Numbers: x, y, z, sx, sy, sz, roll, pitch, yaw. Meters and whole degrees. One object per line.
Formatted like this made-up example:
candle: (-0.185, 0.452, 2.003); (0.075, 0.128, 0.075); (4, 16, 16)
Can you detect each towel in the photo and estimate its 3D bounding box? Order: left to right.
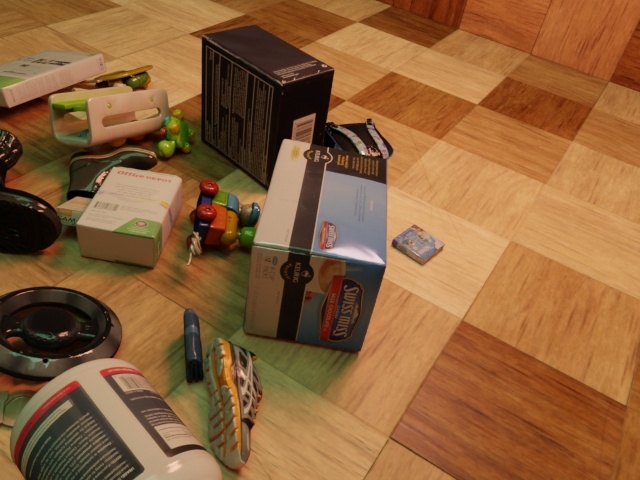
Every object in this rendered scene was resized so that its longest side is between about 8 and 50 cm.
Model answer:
towel: (-0.218, 0.178, 0.998); (0.029, 0.067, 0.119); (-3, 41, -13)

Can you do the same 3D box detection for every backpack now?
backpack: (0.101, -0.229, 1.519); (0.158, 0.117, 0.173); (-10, 43, -24)

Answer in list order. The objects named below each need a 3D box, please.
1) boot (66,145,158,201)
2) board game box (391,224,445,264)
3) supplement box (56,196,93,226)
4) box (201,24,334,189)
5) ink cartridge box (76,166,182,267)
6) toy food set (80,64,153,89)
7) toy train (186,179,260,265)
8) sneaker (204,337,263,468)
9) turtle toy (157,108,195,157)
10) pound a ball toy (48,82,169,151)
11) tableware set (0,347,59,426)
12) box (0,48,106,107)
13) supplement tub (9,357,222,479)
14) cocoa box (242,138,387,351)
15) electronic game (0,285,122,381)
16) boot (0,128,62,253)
boot: (-0.473, -0.142, 1.329); (0.197, 0.077, 0.137); (-10, 47, -4)
board game box: (0.225, 0.008, 1.341); (0.090, 0.020, 0.090); (35, 45, 25)
supplement box: (-0.501, -0.060, 1.217); (0.062, 0.036, 0.098); (10, 17, -1)
box: (-0.141, -0.333, 1.447); (0.294, 0.296, 0.182); (37, 47, 28)
ink cartridge box: (-0.390, -0.054, 1.217); (0.154, 0.093, 0.212); (9, 41, -3)
toy food set: (-0.572, -0.447, 1.674); (0.128, 0.071, 0.218); (8, 30, 37)
toy train: (-0.199, -0.013, 1.217); (0.143, 0.105, 0.248); (14, 38, -18)
sneaker: (-0.129, 0.252, 0.925); (0.083, 0.084, 0.215); (20, 41, -33)
turtle toy: (-0.374, -0.265, 1.484); (0.066, 0.095, 0.130); (-5, 51, 15)
pound a ball toy: (-0.531, -0.310, 1.457); (0.208, 0.136, 0.319); (10, 21, 22)
tableware set: (-0.416, 0.233, 0.924); (0.168, 0.020, 0.141); (6, 39, -5)
box: (-0.786, -0.448, 1.586); (0.232, 0.058, 0.322); (14, 36, 28)
supplement tub: (-0.249, 0.302, 0.745); (0.191, 0.191, 0.272); (-28, 53, -37)
cocoa box: (0.000, 0.000, 1.131); (0.227, 0.231, 0.347); (10, 39, -2)
electronic game: (-0.450, 0.149, 0.971); (0.229, 0.048, 0.229); (17, 27, -9)
boot: (-0.663, -0.117, 1.198); (0.347, 0.131, 0.260); (11, 39, 0)
